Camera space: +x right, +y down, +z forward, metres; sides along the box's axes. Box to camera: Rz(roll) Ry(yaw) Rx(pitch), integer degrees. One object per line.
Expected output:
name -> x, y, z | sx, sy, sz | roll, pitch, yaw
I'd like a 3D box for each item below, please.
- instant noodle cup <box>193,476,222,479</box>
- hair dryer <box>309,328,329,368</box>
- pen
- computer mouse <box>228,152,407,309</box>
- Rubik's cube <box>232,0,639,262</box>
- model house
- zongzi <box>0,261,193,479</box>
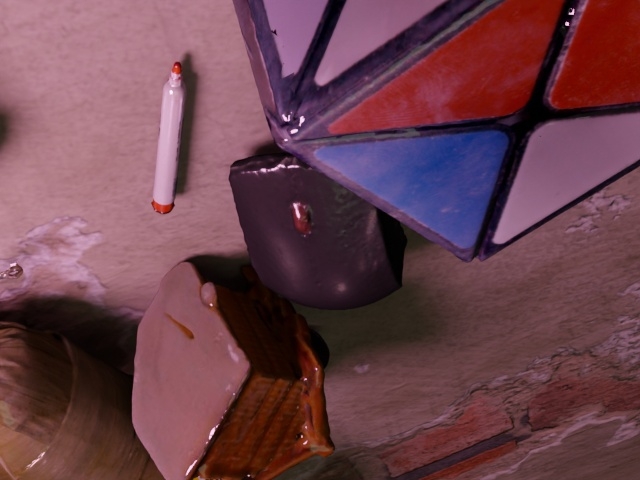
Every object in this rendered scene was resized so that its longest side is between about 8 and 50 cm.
instant noodle cup -> -0.186, 0.381, 1.886 | 0.264, 0.200, 0.264 | -15, 146, -10
hair dryer -> -0.119, 0.163, 1.731 | 0.248, 0.071, 0.114 | 7, 138, -29
pen -> -0.153, -0.102, 1.361 | 0.026, 0.026, 0.218 | -8, 145, -17
computer mouse -> 0.000, 0.005, 1.486 | 0.168, 0.087, 0.295 | 0, 151, 15
Rubik's cube -> 0.122, -0.214, 1.092 | 0.307, 0.310, 0.305 | -35, 141, 23
model house -> -0.095, 0.166, 1.601 | 0.220, 0.199, 0.229 | -50, 144, 16
zongzi -> -0.410, 0.220, 1.579 | 0.418, 0.181, 0.447 | -21, 146, 22
